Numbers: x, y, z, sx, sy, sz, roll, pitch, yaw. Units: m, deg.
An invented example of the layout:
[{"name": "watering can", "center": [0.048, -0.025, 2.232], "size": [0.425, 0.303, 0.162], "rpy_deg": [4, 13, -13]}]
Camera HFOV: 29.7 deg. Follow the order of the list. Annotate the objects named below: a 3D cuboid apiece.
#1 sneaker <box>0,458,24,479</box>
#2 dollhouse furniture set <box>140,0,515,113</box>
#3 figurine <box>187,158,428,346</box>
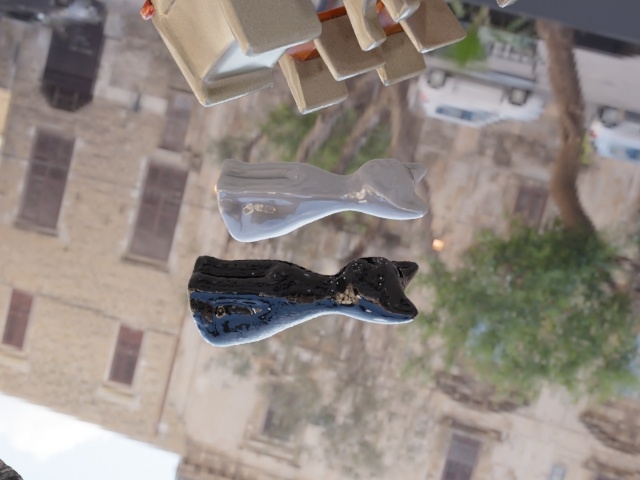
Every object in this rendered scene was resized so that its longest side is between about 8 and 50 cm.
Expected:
[{"name": "sneaker", "center": [-0.315, 0.185, 0.784], "size": [0.112, 0.121, 0.299], "rpy_deg": [40, -168, 36]}, {"name": "dollhouse furniture set", "center": [0.019, -0.190, 0.741], "size": [0.259, 0.135, 0.262], "rpy_deg": [-23, 173, -31]}, {"name": "figurine", "center": [0.000, 0.000, 1.165], "size": [0.209, 0.092, 0.215], "rpy_deg": [-3, -132, 15]}]
